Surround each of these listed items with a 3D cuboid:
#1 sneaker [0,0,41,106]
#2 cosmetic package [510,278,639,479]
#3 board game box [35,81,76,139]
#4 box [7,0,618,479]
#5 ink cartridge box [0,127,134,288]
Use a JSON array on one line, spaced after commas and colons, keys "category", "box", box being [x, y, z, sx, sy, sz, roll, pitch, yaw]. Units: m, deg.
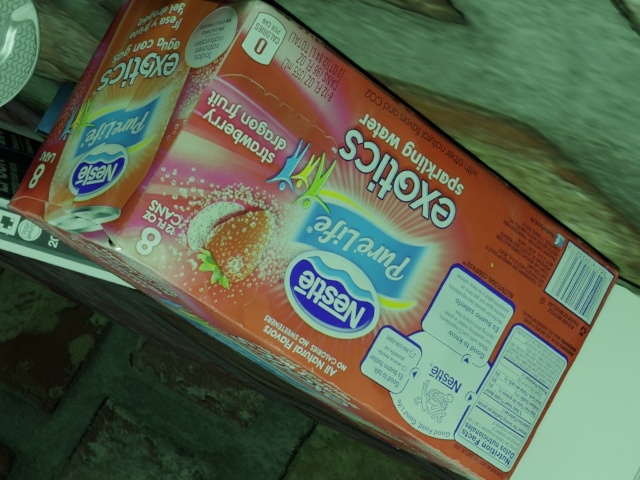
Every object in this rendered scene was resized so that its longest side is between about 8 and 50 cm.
[{"category": "sneaker", "box": [-0.257, -0.169, 0.975, 0.281, 0.105, 0.115, 37, -174, -12]}, {"category": "cosmetic package", "box": [0.234, 0.175, 1.105, 0.217, 0.156, 0.385, 27, 172, 18]}, {"category": "board game box", "box": [-0.051, -0.021, 1.257, 0.243, 0.042, 0.165, 21, 169, 43]}, {"category": "box", "box": [0.000, 0.000, 0.925, 0.257, 0.128, 0.123, 34, 170, -33]}, {"category": "ink cartridge box", "box": [-0.220, -0.036, 1.407, 0.208, 0.045, 0.206, 16, -167, -16]}]
